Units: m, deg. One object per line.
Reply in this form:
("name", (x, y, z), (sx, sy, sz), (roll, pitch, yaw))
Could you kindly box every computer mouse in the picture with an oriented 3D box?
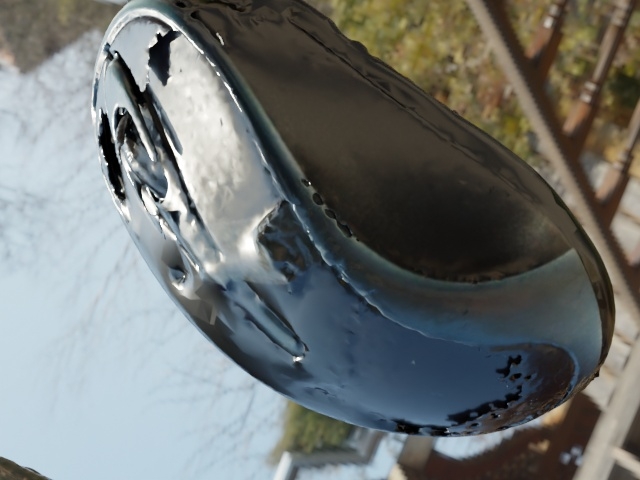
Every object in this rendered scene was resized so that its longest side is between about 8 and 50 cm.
("computer mouse", (0.000, 0.000, 0.519), (0.233, 0.137, 0.096), (36, -130, 2))

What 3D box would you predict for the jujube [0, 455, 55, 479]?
("jujube", (-0.253, 0.226, 0.755), (0.308, 0.246, 0.215), (4, -164, 3))
